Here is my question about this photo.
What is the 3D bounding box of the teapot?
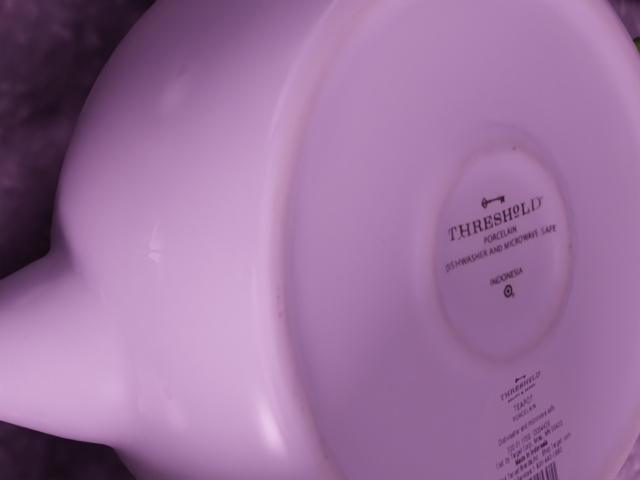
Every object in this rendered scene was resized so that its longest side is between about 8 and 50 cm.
[{"bbox_3d":[0.000,0.000,0.504,0.256,0.187,0.253,36,68,-37],"label":"teapot"}]

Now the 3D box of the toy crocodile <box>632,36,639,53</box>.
[{"bbox_3d":[0.107,0.055,0.639,0.115,0.105,0.340,40,73,-31],"label":"toy crocodile"}]
